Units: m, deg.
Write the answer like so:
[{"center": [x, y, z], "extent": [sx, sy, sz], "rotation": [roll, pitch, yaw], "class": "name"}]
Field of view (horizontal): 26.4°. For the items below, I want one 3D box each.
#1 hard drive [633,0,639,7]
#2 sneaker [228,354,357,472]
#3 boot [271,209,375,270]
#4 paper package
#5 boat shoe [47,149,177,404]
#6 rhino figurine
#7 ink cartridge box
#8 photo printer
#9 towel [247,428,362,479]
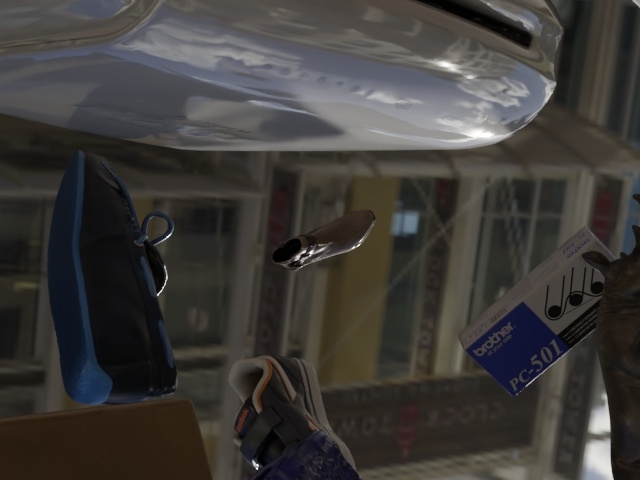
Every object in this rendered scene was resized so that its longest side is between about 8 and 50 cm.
[{"center": [0.357, -0.280, 1.214], "extent": [0.203, 0.040, 0.307], "rotation": [-28, 146, 30], "class": "hard drive"}, {"center": [-0.048, 0.286, 1.892], "extent": [0.127, 0.126, 0.321], "rotation": [10, -148, -27], "class": "sneaker"}, {"center": [0.000, 0.000, 1.632], "extent": [0.118, 0.042, 0.087], "rotation": [-38, 161, 32], "class": "boot"}, {"center": [-0.282, 0.355, 1.566], "extent": [0.324, 0.310, 0.168], "rotation": [-2, 160, -43], "class": "paper package"}, {"center": [-0.168, 0.035, 1.100], "extent": [0.089, 0.109, 0.258], "rotation": [9, -133, -24], "class": "boat shoe"}, {"center": [0.244, 0.086, 0.983], "extent": [0.073, 0.243, 0.106], "rotation": [-4, 173, -37], "class": "rhino figurine"}, {"center": [0.277, 0.087, 1.656], "extent": [0.097, 0.207, 0.046], "rotation": [43, -167, -22], "class": "ink cartridge box"}, {"center": [-0.054, -0.109, 0.683], "extent": [0.256, 0.107, 0.307], "rotation": [10, 176, -43], "class": "photo printer"}, {"center": [0.038, 0.329, 1.221], "extent": [0.308, 0.076, 0.227], "rotation": [51, -160, 5], "class": "towel"}]
